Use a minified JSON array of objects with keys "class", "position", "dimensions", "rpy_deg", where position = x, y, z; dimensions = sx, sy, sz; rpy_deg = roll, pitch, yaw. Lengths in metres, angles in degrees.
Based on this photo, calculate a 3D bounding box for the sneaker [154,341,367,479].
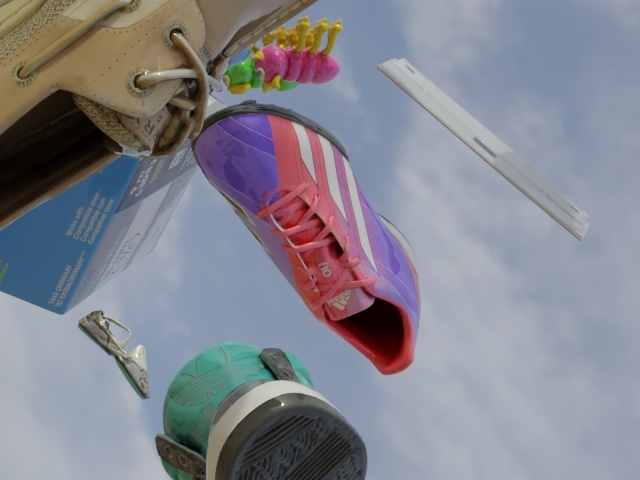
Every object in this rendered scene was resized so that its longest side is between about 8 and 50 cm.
[{"class":"sneaker","position":[-0.042,0.130,1.091],"dimensions":[0.178,0.123,0.295],"rpy_deg":[48,-12,32]}]

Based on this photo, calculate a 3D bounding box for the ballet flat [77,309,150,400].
[{"class":"ballet flat","position":[-0.207,0.115,1.731],"dimensions":[0.114,0.041,0.041],"rpy_deg":[46,-33,16]}]

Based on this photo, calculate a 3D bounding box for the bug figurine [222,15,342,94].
[{"class":"bug figurine","position":[-0.098,-0.180,1.648],"dimensions":[0.279,0.216,0.072],"rpy_deg":[177,-86,-70]}]

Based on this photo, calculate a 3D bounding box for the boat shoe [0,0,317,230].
[{"class":"boat shoe","position":[-0.100,-0.090,0.860],"dimensions":[0.110,0.341,0.121],"rpy_deg":[63,7,28]}]

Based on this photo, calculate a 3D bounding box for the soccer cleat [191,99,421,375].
[{"class":"soccer cleat","position":[0.000,0.000,1.417],"dimensions":[0.318,0.108,0.116],"rpy_deg":[47,26,-45]}]

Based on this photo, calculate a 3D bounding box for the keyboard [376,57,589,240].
[{"class":"keyboard","position":[0.159,-0.090,1.594],"dimensions":[0.256,0.072,0.014],"rpy_deg":[41,-66,4]}]

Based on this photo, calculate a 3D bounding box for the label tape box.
[{"class":"label tape box","position":[-0.265,-0.045,1.901],"dimensions":[0.106,0.333,0.241],"rpy_deg":[36,-60,8]}]
